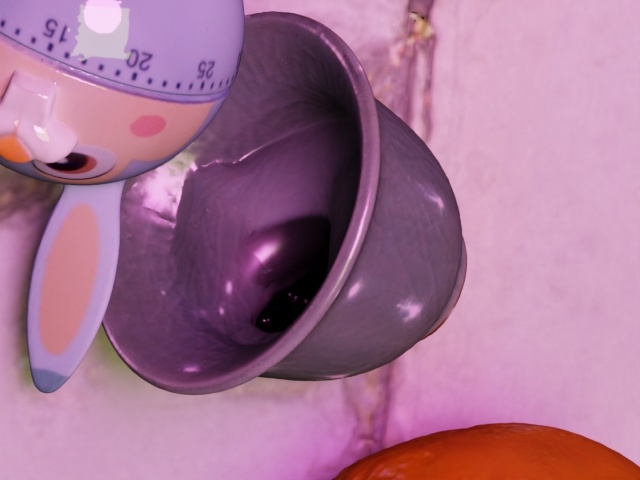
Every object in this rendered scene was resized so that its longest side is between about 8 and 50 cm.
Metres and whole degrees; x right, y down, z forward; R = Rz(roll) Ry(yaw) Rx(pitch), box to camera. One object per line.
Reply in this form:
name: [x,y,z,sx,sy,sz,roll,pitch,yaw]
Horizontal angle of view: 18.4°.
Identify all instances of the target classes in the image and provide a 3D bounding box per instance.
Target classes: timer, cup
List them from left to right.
timer: [-0.136,-0.060,0.948,0.175,0.175,0.255,26,86,-25]
cup: [0.000,0.000,1.025,0.150,0.199,0.199,23,91,-43]

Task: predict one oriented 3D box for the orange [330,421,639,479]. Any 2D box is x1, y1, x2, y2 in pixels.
orange: [0.096,0.225,1.064,0.261,0.261,0.261,-5,102,-22]
